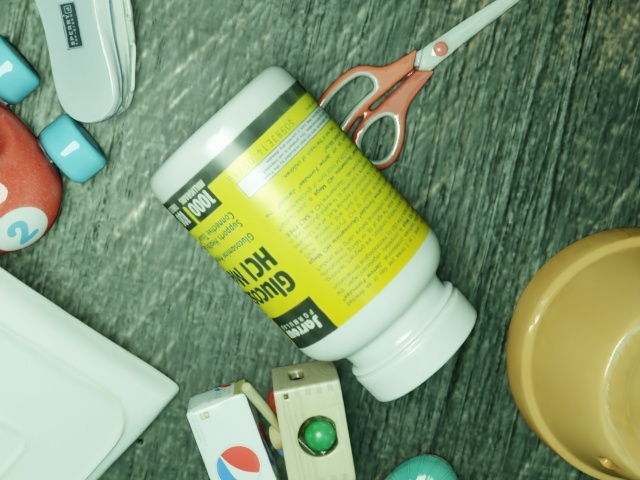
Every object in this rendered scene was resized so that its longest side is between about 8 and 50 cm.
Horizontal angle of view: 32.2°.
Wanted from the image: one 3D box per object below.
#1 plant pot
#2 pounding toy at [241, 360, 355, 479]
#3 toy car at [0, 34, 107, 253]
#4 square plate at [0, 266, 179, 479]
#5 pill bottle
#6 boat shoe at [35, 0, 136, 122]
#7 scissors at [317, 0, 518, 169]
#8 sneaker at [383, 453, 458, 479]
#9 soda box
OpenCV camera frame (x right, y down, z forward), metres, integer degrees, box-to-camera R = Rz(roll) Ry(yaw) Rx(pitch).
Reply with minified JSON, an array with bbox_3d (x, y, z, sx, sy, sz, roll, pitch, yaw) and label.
[{"bbox_3d":[0.360,0.138,1.174,0.290,0.203,0.291,0,96,-3],"label":"plant pot"},{"bbox_3d":[-0.024,0.192,1.186,0.100,0.141,0.130,-10,97,-2],"label":"pounding toy"},{"bbox_3d":[-0.360,-0.073,1.088,0.219,0.238,0.210,-39,97,2],"label":"toy car"},{"bbox_3d":[-0.370,0.208,1.137,0.347,0.049,0.344,-48,125,2],"label":"square plate"},{"bbox_3d":[0.000,0.000,1.143,0.188,0.188,0.334,-43,96,2],"label":"pill bottle"},{"bbox_3d":[-0.244,-0.254,1.154,0.095,0.084,0.258,2,103,16],"label":"boat shoe"},{"bbox_3d":[0.110,-0.205,1.211,0.109,0.021,0.297,40,94,-5],"label":"scissors"},{"bbox_3d":[0.056,0.370,1.205,0.108,0.121,0.302,33,86,9],"label":"sneaker"},{"bbox_3d":[-0.079,0.268,1.224,0.069,0.074,0.216,-20,97,-1],"label":"soda box"}]
